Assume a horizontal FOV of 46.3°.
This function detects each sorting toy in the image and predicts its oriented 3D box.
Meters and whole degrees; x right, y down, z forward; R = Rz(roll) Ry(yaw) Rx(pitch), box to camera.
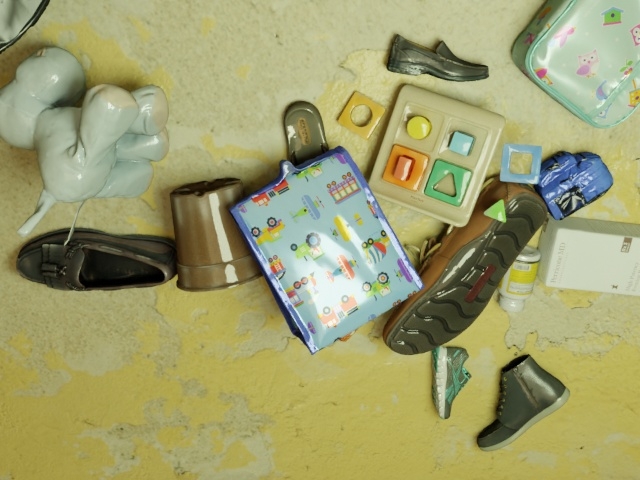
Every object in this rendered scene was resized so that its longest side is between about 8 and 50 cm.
[{"bbox_3d":[0.185,-0.141,1.229,0.348,0.047,0.196,21,99,12],"label":"sorting toy"}]

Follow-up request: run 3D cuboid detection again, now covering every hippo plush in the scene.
[{"bbox_3d":[-0.408,-0.176,1.223,0.236,0.234,0.294,37,94,17],"label":"hippo plush"}]

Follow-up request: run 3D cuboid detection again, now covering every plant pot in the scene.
[{"bbox_3d":[-0.182,-0.016,1.294,0.167,0.167,0.165,-8,105,3],"label":"plant pot"}]

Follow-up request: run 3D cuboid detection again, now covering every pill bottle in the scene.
[{"bbox_3d":[0.362,0.070,1.378,0.065,0.065,0.116,6,113,-3],"label":"pill bottle"}]

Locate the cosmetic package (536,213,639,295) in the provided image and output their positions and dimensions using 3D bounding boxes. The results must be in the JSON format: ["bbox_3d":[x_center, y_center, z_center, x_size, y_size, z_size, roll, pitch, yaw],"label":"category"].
[{"bbox_3d":[0.517,0.029,1.353,0.231,0.085,0.117,5,112,-4],"label":"cosmetic package"}]

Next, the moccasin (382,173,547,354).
[{"bbox_3d":[0.237,0.044,1.337,0.139,0.147,0.380,23,108,-25],"label":"moccasin"}]

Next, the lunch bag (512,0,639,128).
[{"bbox_3d":[0.470,-0.332,1.186,0.224,0.108,0.279,35,108,-14],"label":"lunch bag"}]

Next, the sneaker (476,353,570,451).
[{"bbox_3d":[0.372,0.320,1.488,0.118,0.083,0.222,46,113,2],"label":"sneaker"}]

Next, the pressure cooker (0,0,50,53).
[{"bbox_3d":[-0.570,-0.430,0.979,0.370,0.420,0.375,-21,126,-26],"label":"pressure cooker"}]

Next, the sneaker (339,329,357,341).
[{"bbox_3d":[0.061,0.106,1.397,0.067,0.064,0.175,19,101,-5],"label":"sneaker"}]

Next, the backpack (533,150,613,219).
[{"bbox_3d":[0.434,-0.104,1.288,0.120,0.098,0.101,-30,106,12],"label":"backpack"}]

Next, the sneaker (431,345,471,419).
[{"bbox_3d":[0.260,0.280,1.469,0.076,0.065,0.166,-4,114,-3],"label":"sneaker"}]

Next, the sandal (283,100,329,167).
[{"bbox_3d":[-0.008,-0.131,1.292,0.090,0.060,0.219,-13,112,5],"label":"sandal"}]

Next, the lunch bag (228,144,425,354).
[{"bbox_3d":[0.000,0.000,1.243,0.221,0.138,0.293,-30,105,-11],"label":"lunch bag"}]

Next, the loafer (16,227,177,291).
[{"bbox_3d":[-0.403,0.041,1.341,0.303,0.095,0.109,-1,113,0],"label":"loafer"}]

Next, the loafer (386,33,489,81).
[{"bbox_3d":[0.196,-0.297,1.226,0.170,0.062,0.061,7,108,-5],"label":"loafer"}]
